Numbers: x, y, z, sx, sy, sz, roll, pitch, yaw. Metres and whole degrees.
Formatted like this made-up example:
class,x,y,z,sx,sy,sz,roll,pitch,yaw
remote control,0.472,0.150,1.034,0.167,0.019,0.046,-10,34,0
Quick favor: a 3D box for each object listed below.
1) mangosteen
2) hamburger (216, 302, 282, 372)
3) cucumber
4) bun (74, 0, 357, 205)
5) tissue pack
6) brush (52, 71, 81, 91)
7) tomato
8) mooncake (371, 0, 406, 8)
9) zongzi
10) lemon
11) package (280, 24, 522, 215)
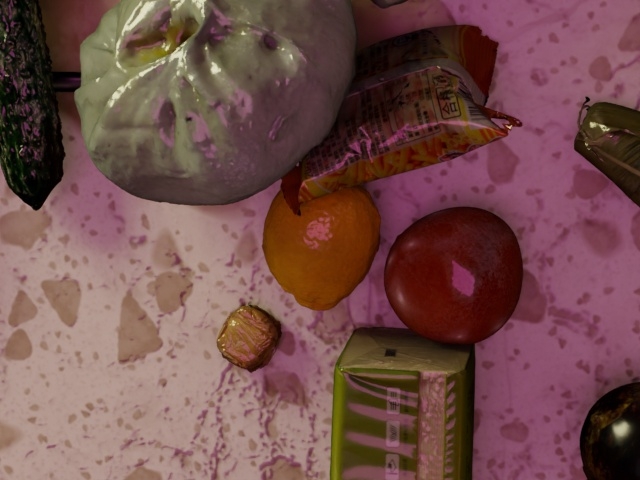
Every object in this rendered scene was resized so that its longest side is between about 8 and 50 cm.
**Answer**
class,x,y,z,sx,sy,sz,roll,pitch,yaw
mangosteen,0.416,0.247,1.846,0.217,0.192,0.192,-26,95,-11
hamburger,-0.089,0.123,1.967,0.076,0.044,0.083,39,102,3
cucumber,-0.369,-0.207,1.885,0.096,0.096,0.359,-7,104,11
bun,-0.130,-0.211,1.779,0.354,0.194,0.354,-13,60,24
tissue pack,0.099,0.259,1.880,0.167,0.200,0.275,2,101,8
brush,-0.265,-0.200,1.941,0.299,0.039,0.042,-1,99,8
tomato,0.165,0.038,1.850,0.167,0.167,0.167,2,100,9
mooncake,0.116,-0.417,1.788,0.254,0.136,0.250,-27,96,8
zongzi,0.407,-0.123,1.787,0.205,0.094,0.204,44,133,2
lemon,0.000,0.000,1.882,0.142,0.142,0.187,11,117,7
package,0.079,-0.159,1.812,0.288,0.223,0.108,-15,131,9
